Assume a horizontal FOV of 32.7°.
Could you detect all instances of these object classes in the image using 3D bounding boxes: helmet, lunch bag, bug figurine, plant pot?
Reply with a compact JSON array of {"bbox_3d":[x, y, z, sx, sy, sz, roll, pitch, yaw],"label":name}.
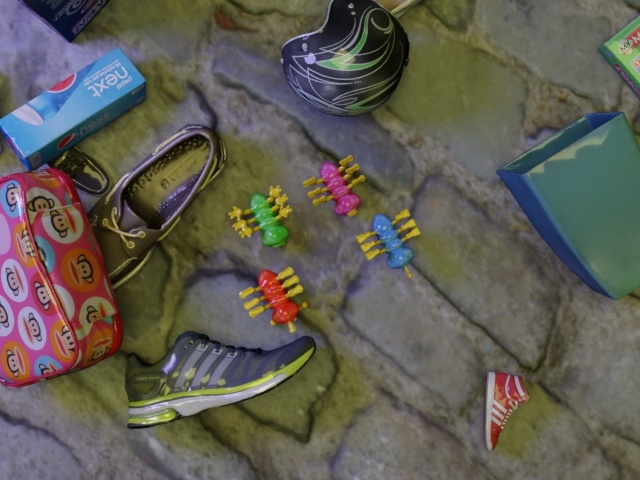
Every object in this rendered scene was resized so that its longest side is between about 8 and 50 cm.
[{"bbox_3d":[0.034,-0.259,1.582,0.169,0.169,0.162,33,73,1],"label":"helmet"},{"bbox_3d":[-0.427,0.062,1.568,0.258,0.120,0.293,-19,89,37],"label":"lunch bag"},{"bbox_3d":[0.000,0.000,1.623,0.279,0.072,0.216,-25,83,4],"label":"bug figurine"},{"bbox_3d":[0.401,-0.044,1.584,0.165,0.165,0.234,-32,97,0],"label":"plant pot"}]

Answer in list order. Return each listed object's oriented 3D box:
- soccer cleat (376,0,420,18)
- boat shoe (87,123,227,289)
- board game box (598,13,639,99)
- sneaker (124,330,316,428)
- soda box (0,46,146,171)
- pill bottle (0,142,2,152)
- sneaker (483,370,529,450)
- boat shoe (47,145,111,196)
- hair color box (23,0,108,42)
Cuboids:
[{"bbox_3d":[0.151,-0.392,1.625,0.196,0.076,0.068,-40,89,-1],"label":"soccer cleat"},{"bbox_3d":[-0.266,-0.043,1.611,0.116,0.097,0.324,45,90,0],"label":"boat shoe"},{"bbox_3d":[0.608,-0.311,1.639,0.317,0.046,0.213,-39,88,0],"label":"board game box"},{"bbox_3d":[-0.153,0.184,1.606,0.299,0.111,0.121,-17,85,-2],"label":"sneaker"},{"bbox_3d":[-0.360,-0.192,1.598,0.210,0.067,0.071,-36,81,-17],"label":"soda box"},{"bbox_3d":[-0.522,-0.191,1.623,0.078,0.078,0.137,-16,89,0],"label":"pill bottle"},{"bbox_3d":[0.278,0.257,1.633,0.067,0.042,0.119,3,87,3],"label":"sneaker"},{"bbox_3d":[-0.382,-0.119,1.636,0.152,0.049,0.056,34,90,1],"label":"boat shoe"},{"bbox_3d":[-0.409,-0.393,1.491,0.174,0.347,0.105,41,89,1],"label":"hair color box"}]
